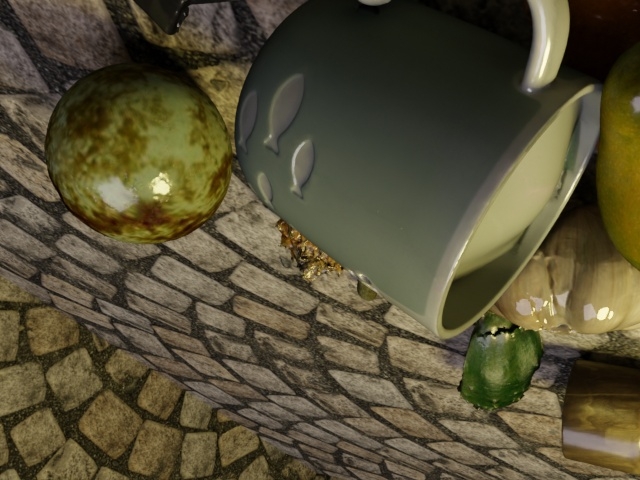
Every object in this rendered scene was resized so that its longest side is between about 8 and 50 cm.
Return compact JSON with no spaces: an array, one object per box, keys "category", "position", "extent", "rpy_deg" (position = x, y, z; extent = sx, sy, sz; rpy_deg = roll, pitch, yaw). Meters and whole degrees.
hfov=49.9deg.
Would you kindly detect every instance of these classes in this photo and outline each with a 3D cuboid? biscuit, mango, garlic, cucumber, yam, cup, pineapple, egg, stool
[{"category":"biscuit","position":[0.300,-0.157,0.639],"extent":[0.324,0.049,0.205],"rpy_deg":[38,149,-28]},{"category":"mango","position":[0.313,-0.064,0.595],"extent":[0.129,0.146,0.289],"rpy_deg":[53,174,49]},{"category":"garlic","position":[0.290,0.030,0.797],"extent":[0.228,0.152,0.228],"rpy_deg":[6,-177,0]},{"category":"cucumber","position":[0.330,0.227,1.270],"extent":[0.145,0.105,0.325],"rpy_deg":[14,149,18]},{"category":"yam","position":[0.086,0.075,1.238],"extent":[0.043,0.043,0.094],"rpy_deg":[19,154,8]},{"category":"cup","position":[0.081,-0.122,0.621],"extent":[0.275,0.259,0.356],"rpy_deg":[34,145,26]},{"category":"pineapple","position":[0.001,0.002,1.062],"extent":[0.176,0.136,0.161],"rpy_deg":[19,153,5]},{"category":"egg","position":[-0.237,-0.109,0.937],"extent":[0.238,0.238,0.289],"rpy_deg":[18,167,9]},{"category":"stool","position":[0.556,0.307,1.152],"extent":[0.264,0.179,0.179],"rpy_deg":[6,149,31]}]

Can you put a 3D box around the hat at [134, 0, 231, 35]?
[{"category":"hat","position":[-0.122,-0.341,0.555],"extent":[0.382,0.257,0.366],"rpy_deg":[-24,168,9]}]
